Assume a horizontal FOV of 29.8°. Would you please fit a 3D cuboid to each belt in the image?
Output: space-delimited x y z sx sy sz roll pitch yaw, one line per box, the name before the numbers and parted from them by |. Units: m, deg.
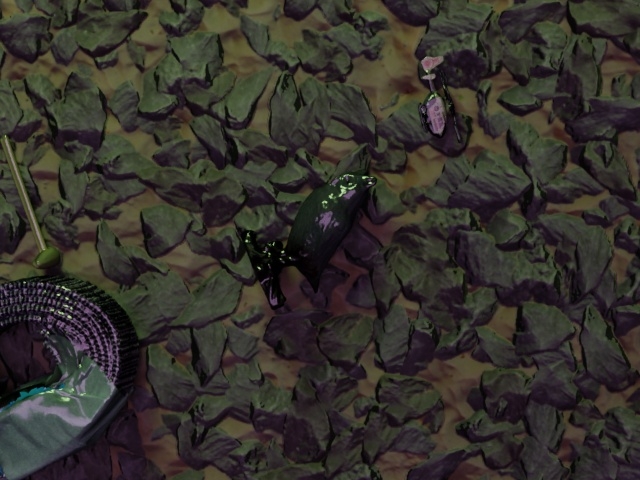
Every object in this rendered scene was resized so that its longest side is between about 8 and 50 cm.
belt | -0.407 0.185 1.661 0.325 0.122 0.260 -28 88 8

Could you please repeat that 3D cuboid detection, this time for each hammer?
hammer | -0.411 -0.052 1.655 0.028 0.060 0.195 -19 92 10

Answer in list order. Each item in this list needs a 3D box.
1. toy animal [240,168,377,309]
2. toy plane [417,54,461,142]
toy animal | 0.004 0.000 1.594 0.210 0.121 0.117 -36 113 5
toy plane | 0.151 -0.181 1.574 0.049 0.031 0.120 -15 100 4
